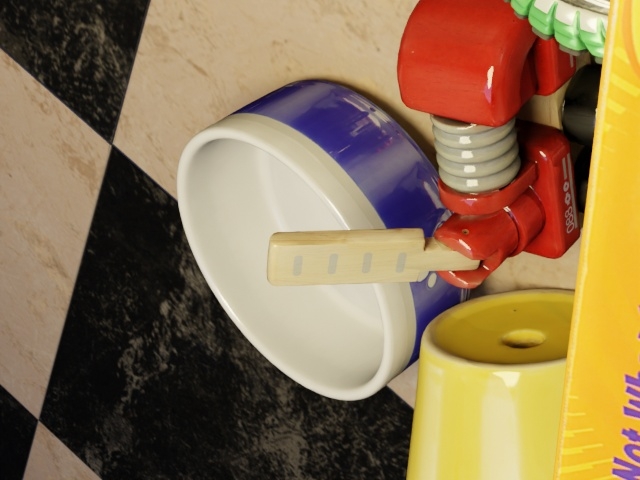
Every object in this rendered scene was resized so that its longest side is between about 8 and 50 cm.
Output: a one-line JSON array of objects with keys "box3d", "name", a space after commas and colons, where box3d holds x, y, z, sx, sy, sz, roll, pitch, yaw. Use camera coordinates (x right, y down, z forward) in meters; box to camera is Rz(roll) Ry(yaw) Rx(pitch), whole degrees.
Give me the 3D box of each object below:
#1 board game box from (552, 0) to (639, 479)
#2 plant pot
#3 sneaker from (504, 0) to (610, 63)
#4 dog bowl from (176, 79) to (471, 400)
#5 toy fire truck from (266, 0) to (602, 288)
[{"box3d": [0.301, -0.060, 0.557, 0.356, 0.356, 0.356, 9, 133, 13], "name": "board game box"}, {"box3d": [0.171, 0.177, 1.128, 0.254, 0.254, 0.239, 9, 115, 42], "name": "plant pot"}, {"box3d": [0.144, -0.220, 0.851, 0.343, 0.134, 0.146, 33, 142, 21], "name": "sneaker"}, {"box3d": [0.000, 0.000, 1.213, 0.265, 0.104, 0.265, 35, 144, 31], "name": "dog bowl"}, {"box3d": [0.086, -0.063, 0.965, 0.158, 0.246, 0.217, 17, 135, 35], "name": "toy fire truck"}]
